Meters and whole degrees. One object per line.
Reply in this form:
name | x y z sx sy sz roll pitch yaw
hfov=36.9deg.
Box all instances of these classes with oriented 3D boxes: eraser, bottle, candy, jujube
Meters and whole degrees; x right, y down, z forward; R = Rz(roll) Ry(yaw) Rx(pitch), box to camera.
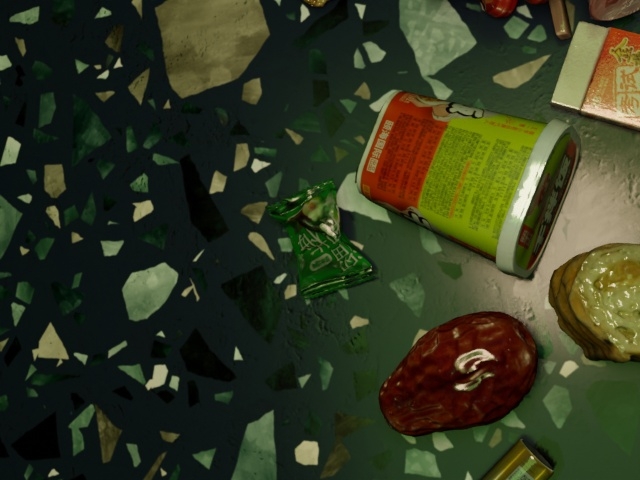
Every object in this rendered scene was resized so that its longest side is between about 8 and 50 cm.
eraser | 0.537 -0.280 1.678 0.230 0.038 0.157 19 91 16
bottle | 0.279 0.474 1.665 0.082 0.082 0.286 44 97 15
candy | 0.003 -0.001 1.789 0.141 0.078 0.203 -21 92 24
jujube | 0.234 0.235 1.643 0.290 0.197 0.197 -34 77 26

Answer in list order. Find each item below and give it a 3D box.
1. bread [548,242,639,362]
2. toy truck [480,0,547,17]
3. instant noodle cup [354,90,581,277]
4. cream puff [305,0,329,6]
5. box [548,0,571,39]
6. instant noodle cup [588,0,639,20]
bread | 0.496 0.106 1.555 0.238 0.252 0.196 -2 81 11
toy truck | 0.294 -0.529 1.664 0.189 0.265 0.239 10 89 -20
instant noodle cup | 0.247 -0.111 1.644 0.308 0.294 0.294 22 92 23
cream puff | 0.002 -0.511 1.819 0.119 0.104 0.133 43 98 8
box | 0.425 -0.418 1.715 0.025 0.048 0.115 -13 81 21
instant noodle cup | 0.502 -0.537 1.615 0.243 0.243 0.231 -32 72 11
